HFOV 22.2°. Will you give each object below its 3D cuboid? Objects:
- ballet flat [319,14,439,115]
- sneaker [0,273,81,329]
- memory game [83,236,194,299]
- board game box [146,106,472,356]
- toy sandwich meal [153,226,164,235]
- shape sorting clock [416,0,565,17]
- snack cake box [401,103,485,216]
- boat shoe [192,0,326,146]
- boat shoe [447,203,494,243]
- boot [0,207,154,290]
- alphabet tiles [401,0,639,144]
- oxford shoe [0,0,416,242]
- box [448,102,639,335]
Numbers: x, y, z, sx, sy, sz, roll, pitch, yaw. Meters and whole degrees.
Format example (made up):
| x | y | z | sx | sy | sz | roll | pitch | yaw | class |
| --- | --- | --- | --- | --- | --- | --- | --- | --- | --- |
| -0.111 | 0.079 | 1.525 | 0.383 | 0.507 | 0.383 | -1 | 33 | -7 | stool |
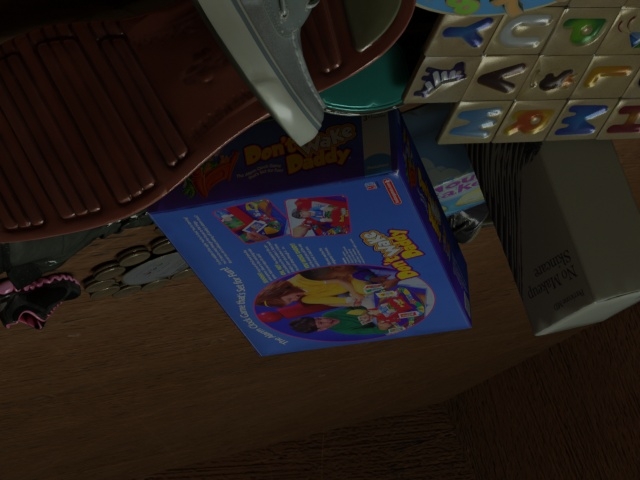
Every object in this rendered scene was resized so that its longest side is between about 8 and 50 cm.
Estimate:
| x | y | z | sx | sy | sz | roll | pitch | yaw | class |
| --- | --- | --- | --- | --- | --- | --- | --- | --- | --- |
| 0.074 | -0.157 | 1.427 | 0.213 | 0.072 | 0.068 | -15 | -164 | -13 | ballet flat |
| -0.305 | 0.070 | 1.769 | 0.119 | 0.057 | 0.047 | -7 | 159 | -48 | sneaker |
| -0.183 | 0.026 | 1.871 | 0.186 | 0.012 | 0.186 | -20 | 166 | -5 | memory game |
| 0.000 | 0.000 | 1.586 | 0.233 | 0.078 | 0.347 | -9 | 152 | 12 | board game box |
| -0.136 | -0.029 | 1.696 | 0.085 | 0.029 | 0.085 | -16 | 177 | -1 | toy sandwich meal |
| 0.146 | -0.222 | 1.214 | 0.206 | 0.040 | 0.206 | -5 | 153 | -2 | shape sorting clock |
| 0.108 | -0.077 | 1.733 | 0.264 | 0.089 | 0.152 | -21 | 167 | 1 | snack cake box |
| -0.038 | -0.160 | 1.003 | 0.081 | 0.079 | 0.227 | -32 | 122 | -3 | boat shoe |
| 0.164 | -0.042 | 1.937 | 0.285 | 0.092 | 0.103 | -12 | 164 | -33 | boat shoe |
| -0.228 | -0.034 | 1.471 | 0.161 | 0.083 | 0.246 | -26 | 173 | -6 | boot |
| 0.247 | -0.182 | 1.406 | 0.342 | 0.011 | 0.285 | -4 | 142 | -26 | alphabet tiles |
| -0.115 | -0.108 | 1.155 | 0.397 | 0.140 | 0.146 | -21 | -171 | 5 | oxford shoe |
| 0.221 | -0.057 | 1.570 | 0.094 | 0.275 | 0.113 | -11 | 164 | -30 | box |
